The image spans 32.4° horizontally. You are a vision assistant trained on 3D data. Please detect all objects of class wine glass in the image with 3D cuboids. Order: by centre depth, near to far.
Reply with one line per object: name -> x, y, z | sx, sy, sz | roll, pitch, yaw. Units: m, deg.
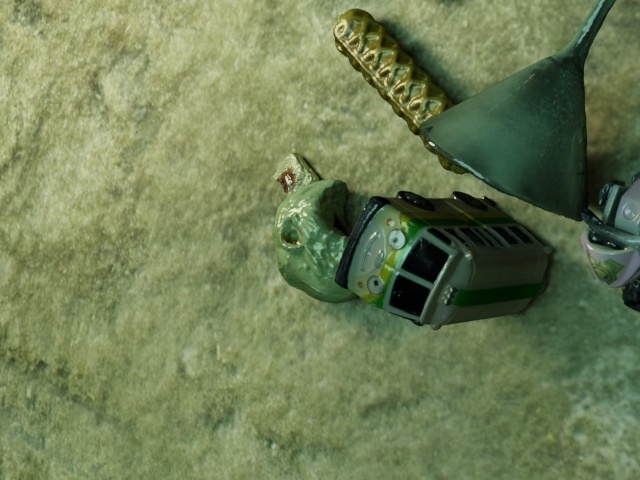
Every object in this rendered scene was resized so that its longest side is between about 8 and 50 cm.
wine glass -> 0.342, -0.254, 1.456 | 0.267, 0.267, 0.406 | 42, 112, 33

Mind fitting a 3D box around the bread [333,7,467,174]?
bread -> 0.134, -0.242, 1.745 | 0.077, 0.084, 0.367 | -33, 60, -7

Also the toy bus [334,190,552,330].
toy bus -> 0.182, 0.031, 1.555 | 0.179, 0.305, 0.143 | 37, 113, 32

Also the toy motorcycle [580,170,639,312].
toy motorcycle -> 0.433, -0.061, 1.408 | 0.143, 0.188, 0.327 | 28, 108, 45

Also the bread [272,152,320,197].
bread -> -0.042, -0.108, 1.927 | 0.070, 0.035, 0.083 | -49, 57, 29

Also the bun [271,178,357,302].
bun -> 0.000, 0.000, 1.832 | 0.212, 0.126, 0.203 | 25, 108, 38
